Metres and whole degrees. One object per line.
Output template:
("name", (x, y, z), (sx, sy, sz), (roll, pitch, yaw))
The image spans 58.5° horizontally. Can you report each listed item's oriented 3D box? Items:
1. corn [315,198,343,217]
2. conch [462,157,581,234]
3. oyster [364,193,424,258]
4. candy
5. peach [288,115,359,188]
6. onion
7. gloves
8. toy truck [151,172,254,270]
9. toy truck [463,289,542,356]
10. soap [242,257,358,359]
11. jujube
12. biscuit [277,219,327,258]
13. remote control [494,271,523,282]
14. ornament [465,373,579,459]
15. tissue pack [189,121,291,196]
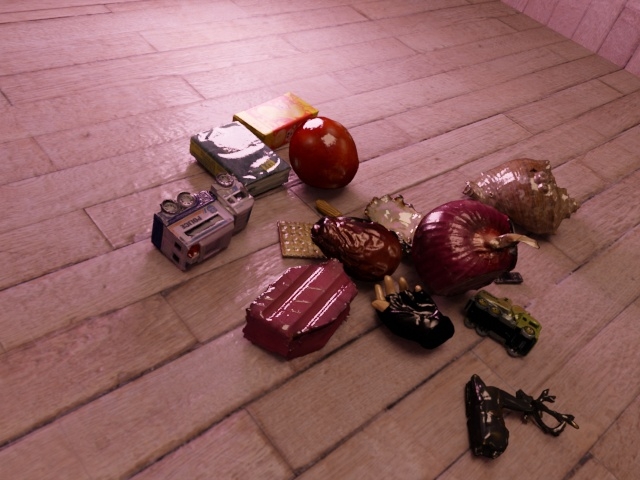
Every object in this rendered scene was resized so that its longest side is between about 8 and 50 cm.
("corn", (0.024, -0.087, 1.660), (0.092, 0.037, 0.037), (39, 47, 23))
("conch", (0.656, -0.174, 1.841), (0.353, 0.209, 0.297), (28, 29, 9))
("oyster", (0.237, -0.040, 1.646), (0.198, 0.092, 0.259), (-13, 41, -29))
("candy", (-0.148, -0.389, 1.886), (0.146, 0.088, 0.276), (36, 45, 19))
("peach", (0.014, -0.249, 1.706), (0.200, 0.243, 0.243), (-33, 48, 13))
("onion", (0.353, 0.015, 1.479), (0.231, 0.272, 0.256), (9, 39, -18))
("gloves", (0.209, 0.169, 1.392), (0.165, 0.124, 0.203), (-3, 27, -41))
("toy truck", (-0.286, -0.051, 1.463), (0.155, 0.124, 0.268), (43, 50, 16))
("toy truck", (0.468, 0.201, 1.464), (0.191, 0.085, 0.116), (32, 40, 20))
("soap", (-0.028, 0.149, 1.339), (0.182, 0.112, 0.289), (30, 44, 14))
("jujube", (0.091, 0.013, 1.465), (0.237, 0.168, 0.168), (26, 40, -15))
("biscuit", (0.000, 0.000, 1.574), (0.232, 0.016, 0.139), (3, 45, -15))
("remote control", (0.531, 0.107, 1.632), (0.096, 0.014, 0.039), (1, 45, -15))
("ornament", (0.445, 0.400, 1.248), (0.236, 0.080, 0.202), (13, 39, -4))
("tissue pack", (-0.241, -0.238, 1.702), (0.185, 0.081, 0.257), (-28, 60, -39))
